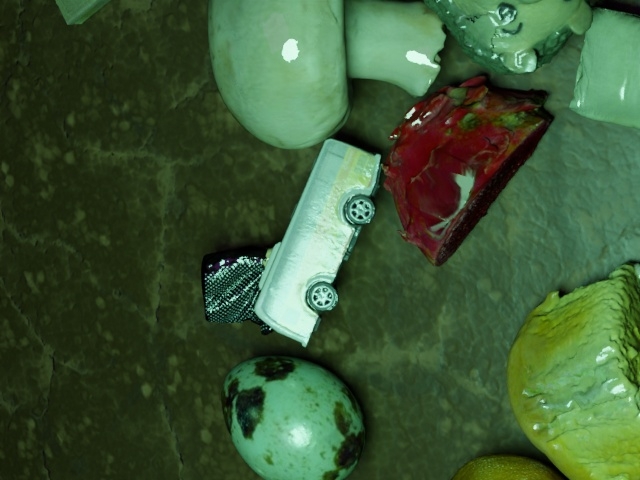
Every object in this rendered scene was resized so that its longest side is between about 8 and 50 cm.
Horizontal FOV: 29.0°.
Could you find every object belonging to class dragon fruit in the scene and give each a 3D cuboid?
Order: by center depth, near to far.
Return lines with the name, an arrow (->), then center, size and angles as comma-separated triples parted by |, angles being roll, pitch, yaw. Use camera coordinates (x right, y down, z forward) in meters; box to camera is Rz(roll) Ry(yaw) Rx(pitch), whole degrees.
dragon fruit -> 0.166, -0.094, 1.526 | 0.163, 0.189, 0.262 | 32, 112, -12

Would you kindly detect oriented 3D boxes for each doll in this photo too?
doll -> 0.182, -0.357, 1.412 | 0.247, 0.247, 0.350 | -22, 95, 30

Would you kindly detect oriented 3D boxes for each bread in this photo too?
bread -> 0.317, 0.176, 1.470 | 0.204, 0.162, 0.262 | -33, 67, 41

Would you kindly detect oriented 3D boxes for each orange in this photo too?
orange -> 0.239, 0.362, 1.523 | 0.206, 0.206, 0.206 | 5, 101, 29

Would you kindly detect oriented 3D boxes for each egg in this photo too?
egg -> -0.042, 0.241, 1.677 | 0.231, 0.169, 0.169 | 33, 113, 36

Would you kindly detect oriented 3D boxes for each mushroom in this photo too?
mushroom -> 0.009, -0.263, 1.520 | 0.290, 0.297, 0.298 | -1, 99, 2

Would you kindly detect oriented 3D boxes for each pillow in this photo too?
pillow -> 0.374, -0.193, 1.420 | 0.181, 0.078, 0.134 | 20, 107, 27

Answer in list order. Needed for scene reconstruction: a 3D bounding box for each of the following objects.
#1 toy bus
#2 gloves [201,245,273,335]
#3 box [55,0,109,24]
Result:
toy bus -> 0.000, 0.000, 1.615 | 0.106, 0.092, 0.268 | 23, 94, 2
gloves -> -0.071, 0.059, 1.716 | 0.180, 0.106, 0.129 | -1, 101, 0
box -> -0.357, -0.371, 1.828 | 0.083, 0.035, 0.079 | -29, 83, 31
